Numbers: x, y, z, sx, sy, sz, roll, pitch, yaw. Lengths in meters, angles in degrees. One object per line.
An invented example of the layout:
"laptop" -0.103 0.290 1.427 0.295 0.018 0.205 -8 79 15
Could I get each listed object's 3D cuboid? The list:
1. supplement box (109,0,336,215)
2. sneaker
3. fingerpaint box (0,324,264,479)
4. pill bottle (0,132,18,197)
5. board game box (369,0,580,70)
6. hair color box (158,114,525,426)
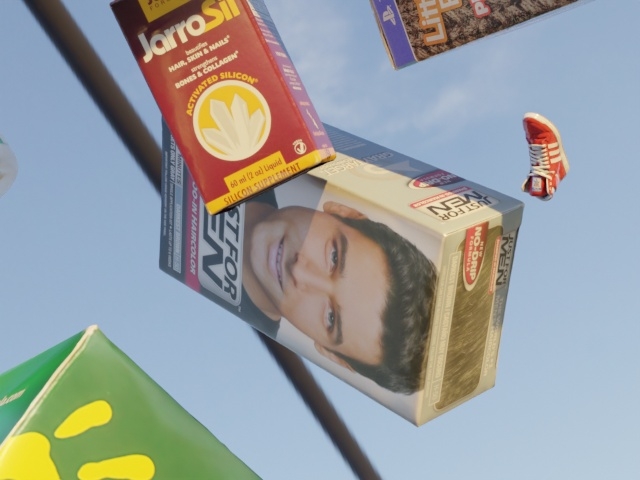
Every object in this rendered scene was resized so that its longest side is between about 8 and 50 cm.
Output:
"supplement box" -0.076 -0.128 0.866 0.104 0.188 0.081 -25 2 12
"sneaker" 0.269 -0.099 1.315 0.067 0.042 0.118 -57 -46 -23
"fingerpaint box" -0.134 0.270 0.599 0.371 0.163 0.445 45 -41 -16
"pill bottle" -0.470 -0.158 1.003 0.204 0.361 0.204 -36 0 0
"board game box" 0.207 -0.264 0.856 0.232 0.141 0.291 -25 8 -41
"hair color box" 0.000 0.000 1.015 0.114 0.374 0.185 -19 -57 -41
